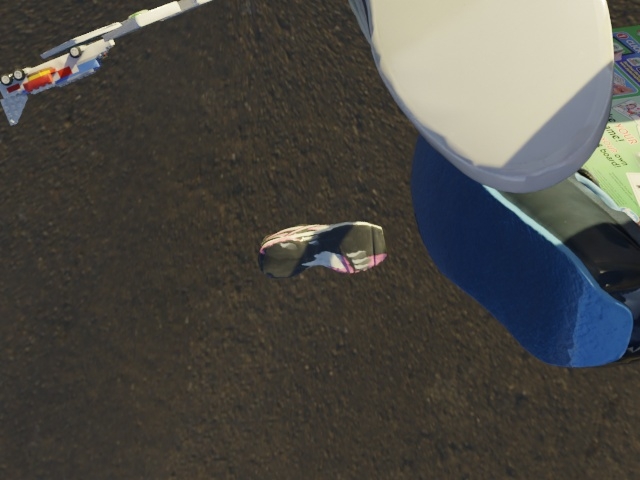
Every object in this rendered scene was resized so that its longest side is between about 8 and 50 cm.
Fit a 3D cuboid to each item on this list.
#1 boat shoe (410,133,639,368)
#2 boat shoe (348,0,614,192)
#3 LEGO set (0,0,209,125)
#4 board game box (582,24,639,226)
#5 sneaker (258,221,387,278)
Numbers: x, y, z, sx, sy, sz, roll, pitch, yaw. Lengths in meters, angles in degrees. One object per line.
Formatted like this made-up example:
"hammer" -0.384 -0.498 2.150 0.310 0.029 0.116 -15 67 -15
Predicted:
"boat shoe" 0.126 -0.001 0.508 0.089 0.258 0.109 0 123 -16
"boat shoe" 0.055 -0.124 0.406 0.096 0.267 0.088 -32 149 7
"LEGO set" -0.213 -0.186 0.854 0.182 0.244 0.060 -33 110 -35
"board game box" 0.300 -0.101 0.791 0.213 0.317 0.046 -9 132 -11
"sneaker" 0.000 0.000 1.152 0.178 0.077 0.072 -3 112 -11
